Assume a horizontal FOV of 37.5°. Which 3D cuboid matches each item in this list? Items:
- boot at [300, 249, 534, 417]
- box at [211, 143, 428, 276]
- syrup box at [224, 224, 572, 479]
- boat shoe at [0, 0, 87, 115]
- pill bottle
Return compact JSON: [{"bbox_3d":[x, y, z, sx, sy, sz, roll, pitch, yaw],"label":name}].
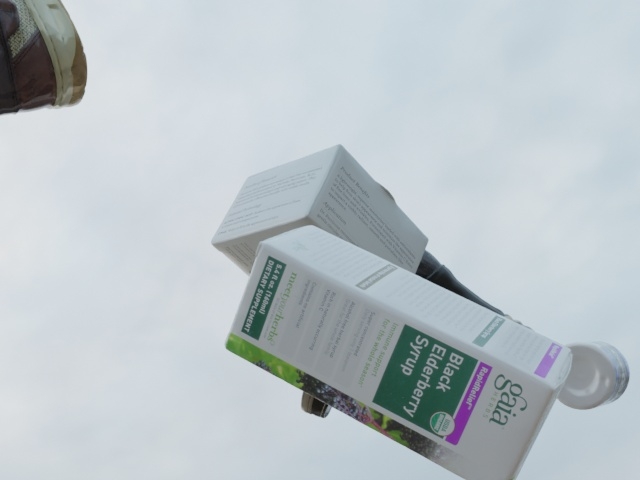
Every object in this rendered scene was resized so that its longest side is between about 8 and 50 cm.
[{"bbox_3d":[0.156,0.208,1.605,0.377,0.284,0.138,-60,-7,18],"label":"boot"},{"bbox_3d":[0.000,0.000,1.162,0.182,0.119,0.181,-15,-51,45],"label":"box"},{"bbox_3d":[0.059,0.083,0.713,0.096,0.237,0.093,-22,-44,-64],"label":"syrup box"},{"bbox_3d":[-0.288,-0.212,0.734,0.092,0.285,0.103,-25,-15,-40],"label":"boat shoe"},{"bbox_3d":[0.323,0.158,1.120,0.078,0.078,0.137,-37,-20,20],"label":"pill bottle"}]
